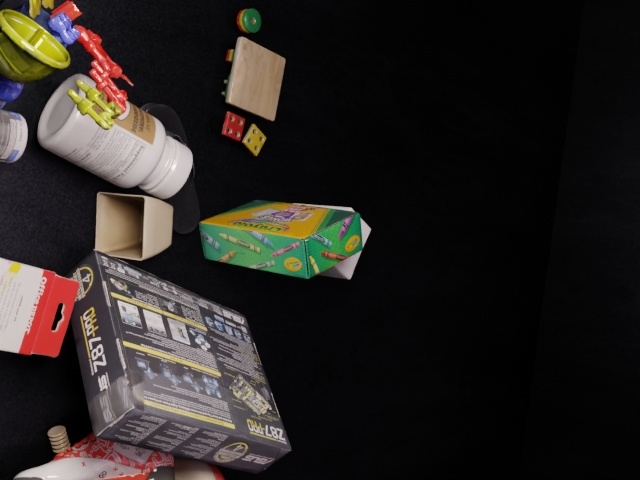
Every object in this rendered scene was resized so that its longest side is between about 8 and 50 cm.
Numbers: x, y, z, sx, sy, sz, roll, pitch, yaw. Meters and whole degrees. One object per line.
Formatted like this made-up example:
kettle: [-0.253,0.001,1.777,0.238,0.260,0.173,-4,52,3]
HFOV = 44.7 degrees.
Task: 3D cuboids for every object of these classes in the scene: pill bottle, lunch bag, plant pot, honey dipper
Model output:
pill bottle: [-0.328,-0.160,1.273,0.229,0.131,0.131,30,73,-41]
lunch bag: [-0.438,-0.309,1.190,0.098,0.065,0.067,38,52,-45]
plant pot: [-0.316,-0.027,1.357,0.096,0.109,0.109,-6,101,-61]
pill bottle: [-0.504,-0.160,1.123,0.137,0.078,0.078,9,89,-51]
honey dipper: [-0.435,0.392,1.340,0.030,0.030,0.160,-31,123,-44]

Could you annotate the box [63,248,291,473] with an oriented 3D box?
box: [-0.239,0.216,1.345,0.097,0.318,0.395,-39,142,15]

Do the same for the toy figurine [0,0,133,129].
toy figurine: [-0.398,-0.191,1.022,0.217,0.362,0.191,-33,115,5]

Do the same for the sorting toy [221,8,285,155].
sorting toy: [-0.141,-0.312,1.559,0.132,0.046,0.274,14,85,-51]

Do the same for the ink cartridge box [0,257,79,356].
ink cartridge box: [-0.495,0.092,1.176,0.231,0.078,0.134,24,78,-49]

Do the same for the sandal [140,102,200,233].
sandal: [-0.265,-0.134,1.434,0.097,0.054,0.254,-37,123,-41]

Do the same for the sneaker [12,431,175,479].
sneaker: [-0.382,0.352,1.311,0.270,0.090,0.145,5,59,-29]

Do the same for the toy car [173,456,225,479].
toy car: [-0.240,0.474,1.470,0.238,0.210,0.219,38,55,-60]

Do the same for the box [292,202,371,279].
box: [0.000,0.000,1.684,0.091,0.170,0.130,43,63,-43]

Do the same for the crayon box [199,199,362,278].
crayon box: [-0.078,-0.008,1.503,0.165,0.278,0.081,-27,117,-45]
